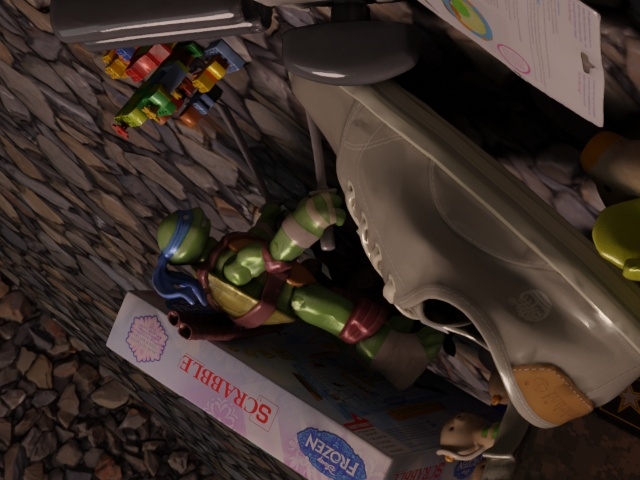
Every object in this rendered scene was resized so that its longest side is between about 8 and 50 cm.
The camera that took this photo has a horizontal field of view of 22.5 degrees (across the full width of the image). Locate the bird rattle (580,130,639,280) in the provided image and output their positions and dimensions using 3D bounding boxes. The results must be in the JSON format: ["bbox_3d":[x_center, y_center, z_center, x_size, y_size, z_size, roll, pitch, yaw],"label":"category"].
[{"bbox_3d":[0.281,0.000,1.085,0.253,0.143,0.207,34,180,-38],"label":"bird rattle"}]

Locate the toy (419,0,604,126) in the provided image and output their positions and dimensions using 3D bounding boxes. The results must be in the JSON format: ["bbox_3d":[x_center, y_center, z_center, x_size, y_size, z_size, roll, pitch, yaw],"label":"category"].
[{"bbox_3d":[0.096,-0.182,1.013,0.237,0.056,0.137,36,167,23],"label":"toy"}]

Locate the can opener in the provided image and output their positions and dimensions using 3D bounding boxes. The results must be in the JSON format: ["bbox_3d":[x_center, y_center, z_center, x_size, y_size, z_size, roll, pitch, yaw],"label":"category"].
[{"bbox_3d":[-0.067,-0.162,1.189,0.280,0.093,0.074,1,175,20],"label":"can opener"}]

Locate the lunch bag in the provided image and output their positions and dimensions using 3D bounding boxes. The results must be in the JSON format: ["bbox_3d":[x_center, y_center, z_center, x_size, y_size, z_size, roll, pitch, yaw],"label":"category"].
[{"bbox_3d":[0.247,0.179,1.295,0.169,0.235,0.287,-11,134,40],"label":"lunch bag"}]

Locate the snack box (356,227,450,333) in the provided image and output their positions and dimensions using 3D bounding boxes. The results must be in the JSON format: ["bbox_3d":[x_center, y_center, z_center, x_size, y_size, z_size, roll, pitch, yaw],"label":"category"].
[{"bbox_3d":[0.101,0.001,1.399,0.037,0.100,0.141,21,156,43],"label":"snack box"}]

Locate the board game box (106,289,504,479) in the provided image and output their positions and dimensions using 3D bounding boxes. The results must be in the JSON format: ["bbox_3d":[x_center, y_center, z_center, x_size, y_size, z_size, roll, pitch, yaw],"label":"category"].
[{"bbox_3d":[0.004,0.146,1.590,0.318,0.066,0.318,30,-167,27],"label":"board game box"}]

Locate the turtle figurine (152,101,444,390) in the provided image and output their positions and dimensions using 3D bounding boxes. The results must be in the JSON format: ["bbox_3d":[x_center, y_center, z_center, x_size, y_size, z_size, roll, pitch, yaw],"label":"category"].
[{"bbox_3d":[0.000,0.000,1.493,0.266,0.275,0.198,37,140,-18],"label":"turtle figurine"}]

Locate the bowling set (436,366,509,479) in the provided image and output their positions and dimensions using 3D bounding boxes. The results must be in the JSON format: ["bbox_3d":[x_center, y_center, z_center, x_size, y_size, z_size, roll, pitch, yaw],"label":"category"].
[{"bbox_3d":[0.185,0.161,1.471,0.154,0.287,0.200,-6,109,39],"label":"bowling set"}]

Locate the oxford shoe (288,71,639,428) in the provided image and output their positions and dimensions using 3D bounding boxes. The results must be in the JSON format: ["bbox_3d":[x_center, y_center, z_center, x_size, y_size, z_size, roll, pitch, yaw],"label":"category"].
[{"bbox_3d":[0.081,-0.016,1.210,0.169,0.130,0.449,38,-174,-44],"label":"oxford shoe"}]

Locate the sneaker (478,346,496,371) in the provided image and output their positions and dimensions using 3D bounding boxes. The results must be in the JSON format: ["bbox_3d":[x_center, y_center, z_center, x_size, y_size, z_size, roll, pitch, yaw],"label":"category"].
[{"bbox_3d":[0.181,0.081,1.545,0.061,0.054,0.152,42,156,3],"label":"sneaker"}]

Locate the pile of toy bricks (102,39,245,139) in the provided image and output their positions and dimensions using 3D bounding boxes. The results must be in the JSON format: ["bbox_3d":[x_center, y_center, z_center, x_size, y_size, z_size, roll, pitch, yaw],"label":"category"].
[{"bbox_3d":[-0.159,-0.143,1.534,0.118,0.105,0.212,43,162,-18],"label":"pile of toy bricks"}]

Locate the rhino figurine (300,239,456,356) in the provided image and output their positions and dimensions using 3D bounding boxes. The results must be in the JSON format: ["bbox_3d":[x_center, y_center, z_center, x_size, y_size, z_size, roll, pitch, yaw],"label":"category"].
[{"bbox_3d":[0.076,0.059,1.648,0.243,0.073,0.106,15,148,49],"label":"rhino figurine"}]

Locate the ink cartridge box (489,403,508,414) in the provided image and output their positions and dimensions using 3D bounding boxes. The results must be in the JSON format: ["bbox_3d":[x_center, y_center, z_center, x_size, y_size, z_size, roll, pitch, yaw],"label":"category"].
[{"bbox_3d":[0.257,0.242,1.787,0.175,0.069,0.371,34,160,9],"label":"ink cartridge box"}]
